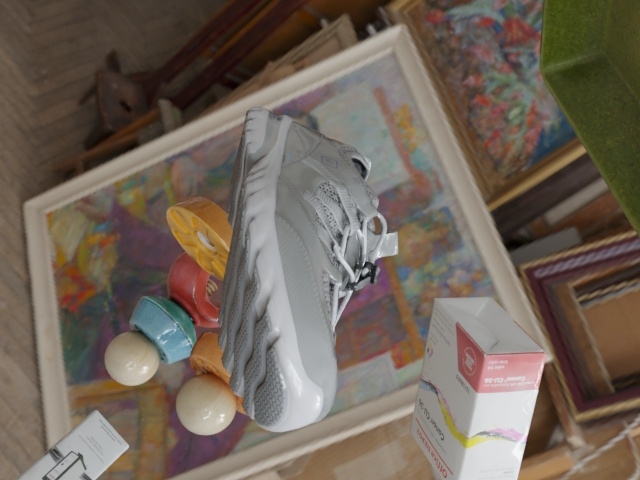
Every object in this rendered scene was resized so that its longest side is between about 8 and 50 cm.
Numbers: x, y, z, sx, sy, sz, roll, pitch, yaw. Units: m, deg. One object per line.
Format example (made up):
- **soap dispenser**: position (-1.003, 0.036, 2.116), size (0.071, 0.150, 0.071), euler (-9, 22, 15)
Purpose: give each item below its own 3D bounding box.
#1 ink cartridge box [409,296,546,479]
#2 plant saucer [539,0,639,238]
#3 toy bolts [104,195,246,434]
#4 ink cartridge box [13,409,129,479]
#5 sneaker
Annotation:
- **ink cartridge box**: position (0.145, 0.168, 0.829), size (0.067, 0.198, 0.115), euler (-1, 23, -17)
- **plant saucer**: position (0.174, -0.114, 0.447), size (0.188, 0.045, 0.188), euler (79, -2, -47)
- **toy bolts**: position (-0.148, 0.083, 0.892), size (0.158, 0.228, 0.218), euler (-45, 114, -26)
- **ink cartridge box**: position (-0.418, 0.377, 1.324), size (0.086, 0.148, 0.203), euler (48, 44, -2)
- **sneaker**: position (0.000, 0.000, 0.543), size (0.115, 0.105, 0.281), euler (9, 38, -9)
